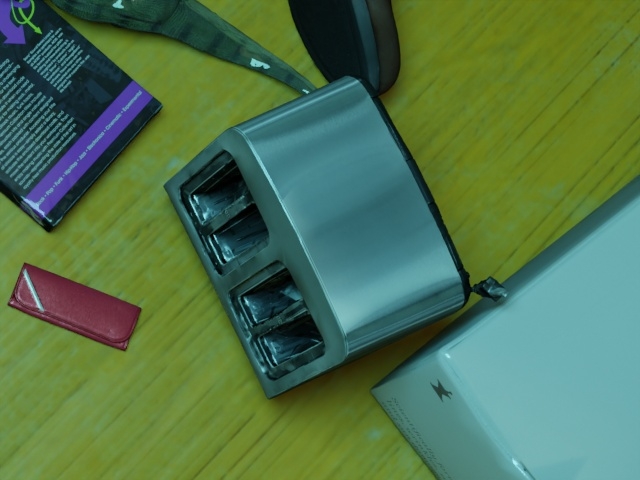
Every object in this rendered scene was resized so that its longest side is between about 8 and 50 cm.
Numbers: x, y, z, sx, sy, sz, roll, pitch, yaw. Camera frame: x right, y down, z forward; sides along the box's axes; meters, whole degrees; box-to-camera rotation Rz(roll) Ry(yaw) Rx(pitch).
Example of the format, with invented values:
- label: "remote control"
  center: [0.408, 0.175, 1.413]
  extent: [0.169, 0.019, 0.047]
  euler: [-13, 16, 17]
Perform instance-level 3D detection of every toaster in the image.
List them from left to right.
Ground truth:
- label: "toaster"
  center: [0.000, 0.000, 1.134]
  extent: [0.110, 0.185, 0.168]
  euler: [-25, 87, -30]

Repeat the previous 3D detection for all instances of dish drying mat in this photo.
- label: "dish drying mat"
  center: [-0.162, 0.044, 1.170]
  extent: [0.083, 0.008, 0.032]
  euler: [22, 72, -11]

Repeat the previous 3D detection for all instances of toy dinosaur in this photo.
- label: "toy dinosaur"
  center: [-0.114, -0.186, 1.208]
  extent: [0.268, 0.064, 0.118]
  euler: [19, 68, -22]

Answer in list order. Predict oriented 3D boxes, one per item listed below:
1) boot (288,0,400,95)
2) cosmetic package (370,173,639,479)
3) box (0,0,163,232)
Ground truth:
- label: "boot"
  center: [0.107, -0.236, 1.288]
  extent: [0.280, 0.096, 0.264]
  euler: [-7, 73, -25]
- label: "cosmetic package"
  center: [0.253, 0.064, 1.214]
  extent: [0.385, 0.156, 0.217]
  euler: [-34, 89, -19]
- label: "box"
  center: [-0.203, -0.100, 1.179]
  extent: [0.162, 0.029, 0.116]
  euler: [42, 69, -6]
